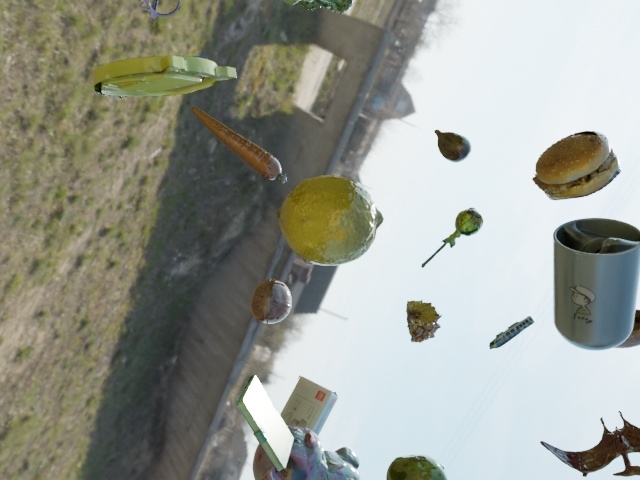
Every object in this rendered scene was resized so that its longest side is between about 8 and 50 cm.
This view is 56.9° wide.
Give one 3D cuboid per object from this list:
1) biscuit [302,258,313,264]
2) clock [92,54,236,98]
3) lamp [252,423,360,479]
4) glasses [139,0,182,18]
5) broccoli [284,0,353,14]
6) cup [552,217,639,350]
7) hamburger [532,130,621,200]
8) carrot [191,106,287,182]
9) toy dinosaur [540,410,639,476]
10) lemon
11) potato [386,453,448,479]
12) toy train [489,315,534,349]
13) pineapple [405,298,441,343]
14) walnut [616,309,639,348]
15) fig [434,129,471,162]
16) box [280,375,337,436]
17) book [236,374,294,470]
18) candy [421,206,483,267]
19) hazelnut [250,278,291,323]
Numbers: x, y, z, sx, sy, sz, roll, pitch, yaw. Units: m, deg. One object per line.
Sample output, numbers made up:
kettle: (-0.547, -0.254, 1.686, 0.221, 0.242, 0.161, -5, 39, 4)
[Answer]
biscuit: (0.007, -0.006, 2.122, 0.183, 0.047, 0.319, -39, 148, -22)
clock: (-0.370, -0.384, 1.347, 0.277, 0.294, 0.071, -20, 103, -68)
lamp: (-0.054, 0.634, 1.607, 0.247, 0.301, 0.247, -47, -157, 21)
glasses: (-0.259, -0.458, 0.999, 0.140, 0.063, 0.103, -50, -135, 32)
broccoli: (-0.021, -0.790, 1.787, 0.254, 0.269, 0.269, -46, -163, 57)
cup: (0.707, 0.119, 1.522, 0.205, 0.206, 0.311, -67, 150, -61)
hamburger: (0.599, -0.177, 1.409, 0.191, 0.117, 0.182, -22, -162, 38)
carrot: (-0.228, -0.271, 1.676, 0.069, 0.336, 0.069, -51, -171, 11)
toy dinosaur: (0.756, 0.510, 1.535, 0.327, 0.112, 0.206, -17, -153, 49)
lemon: (0.017, -0.043, 1.249, 0.192, 0.231, 0.192, 3, 90, -82)
potato: (0.275, 0.685, 1.648, 0.149, 0.186, 0.253, -36, 149, -33)
toy train: (0.736, 0.360, 2.295, 0.208, 0.047, 0.043, -30, 170, -12)
pineapple: (0.397, 0.301, 2.233, 0.233, 0.135, 0.079, -80, 177, -62)
walnut: (0.902, 0.274, 1.771, 0.211, 0.086, 0.167, -4, -161, 43)
fig: (0.477, -0.354, 2.158, 0.109, 0.154, 0.103, -42, 178, 36)
box: (-0.065, 0.592, 1.944, 0.269, 0.135, 0.079, -59, 151, -17)
book: (-0.090, 0.300, 0.975, 0.017, 0.135, 0.103, -28, -172, 11)
candy: (0.381, 0.002, 1.752, 0.262, 0.077, 0.073, -51, 176, 38)
hazelnut: (-0.170, 0.200, 1.947, 0.150, 0.150, 0.150, -156, -90, -89)
